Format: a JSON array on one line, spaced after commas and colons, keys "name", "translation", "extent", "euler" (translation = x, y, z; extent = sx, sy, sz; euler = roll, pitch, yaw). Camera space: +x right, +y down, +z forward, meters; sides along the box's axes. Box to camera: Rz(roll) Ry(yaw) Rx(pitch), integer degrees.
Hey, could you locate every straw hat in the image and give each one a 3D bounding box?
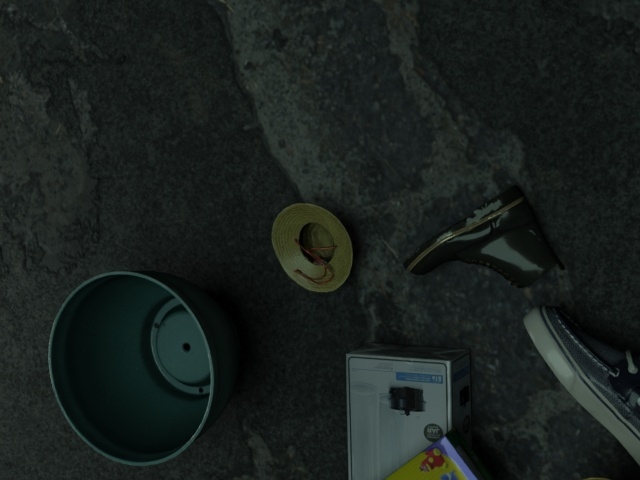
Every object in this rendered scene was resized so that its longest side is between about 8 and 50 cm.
[{"name": "straw hat", "translation": [0.000, 0.000, 1.714], "extent": [0.145, 0.061, 0.144], "euler": [13, 119, 24]}]

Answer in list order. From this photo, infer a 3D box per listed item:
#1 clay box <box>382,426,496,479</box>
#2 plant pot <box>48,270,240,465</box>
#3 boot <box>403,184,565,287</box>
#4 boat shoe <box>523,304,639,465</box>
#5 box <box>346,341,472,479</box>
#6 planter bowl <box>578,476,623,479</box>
[{"name": "clay box", "translation": [0.139, 0.376, 1.600], "extent": [0.222, 0.053, 0.127], "euler": [-42, 78, 22]}, {"name": "plant pot", "translation": [-0.244, 0.179, 1.777], "extent": [0.293, 0.196, 0.293], "euler": [3, 98, 25]}, {"name": "boot", "translation": [0.227, 0.031, 1.606], "extent": [0.198, 0.077, 0.137], "euler": [-34, 86, 26]}, {"name": "boat shoe", "translation": [0.433, 0.184, 1.506], "extent": [0.158, 0.127, 0.340], "euler": [-43, 86, 19]}, {"name": "box", "translation": [0.131, 0.302, 1.674], "extent": [0.169, 0.087, 0.289], "euler": [3, 98, 25]}, {"name": "planter bowl", "translation": [0.414, 0.384, 1.458], "extent": [0.217, 0.090, 0.217], "euler": [29, 129, 43]}]
